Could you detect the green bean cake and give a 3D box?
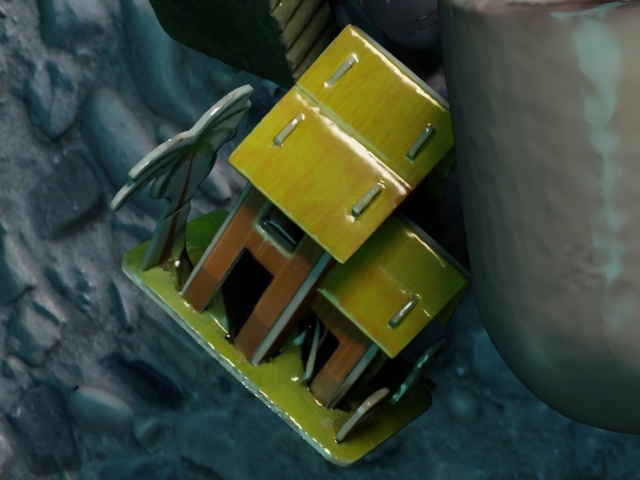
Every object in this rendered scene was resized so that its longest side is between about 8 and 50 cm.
[{"bbox_3d":[-0.083,-0.245,1.880,0.183,0.094,0.185,27,162,26],"label":"green bean cake"}]

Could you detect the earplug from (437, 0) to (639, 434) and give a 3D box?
[{"bbox_3d":[0.269,-0.040,1.633,0.313,0.313,0.394,3,108,32],"label":"earplug"}]

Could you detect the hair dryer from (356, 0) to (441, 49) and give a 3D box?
[{"bbox_3d":[-0.015,-0.353,1.808,0.361,0.121,0.301,35,155,36],"label":"hair dryer"}]

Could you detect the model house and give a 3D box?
[{"bbox_3d":[0.000,0.000,1.809,0.300,0.340,0.323,41,120,13],"label":"model house"}]
